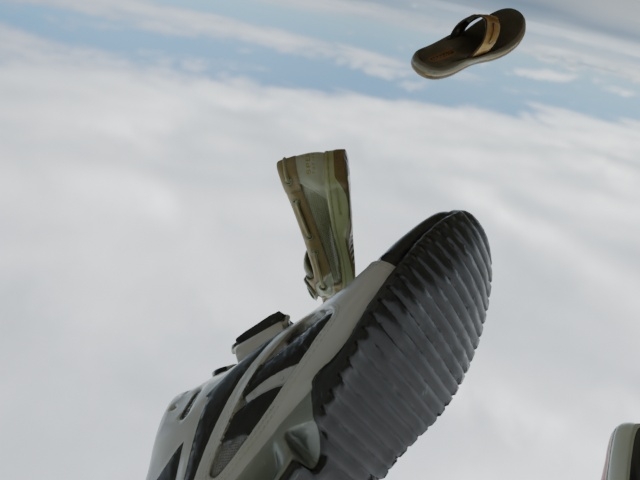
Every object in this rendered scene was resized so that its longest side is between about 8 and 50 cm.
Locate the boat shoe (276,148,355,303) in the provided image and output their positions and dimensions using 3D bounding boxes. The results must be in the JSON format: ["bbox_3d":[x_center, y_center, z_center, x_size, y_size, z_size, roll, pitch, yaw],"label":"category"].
[{"bbox_3d":[0.000,0.001,0.520,0.048,0.153,0.056,-3,-133,2],"label":"boat shoe"}]

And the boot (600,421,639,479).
[{"bbox_3d":[0.255,0.302,0.708,0.088,0.176,0.244,33,-127,-16],"label":"boot"}]

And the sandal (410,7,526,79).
[{"bbox_3d":[0.197,-0.264,0.938,0.180,0.049,0.072,-27,-127,-18],"label":"sandal"}]

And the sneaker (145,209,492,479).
[{"bbox_3d":[-0.020,0.098,0.454,0.146,0.122,0.330,19,-118,45],"label":"sneaker"}]
